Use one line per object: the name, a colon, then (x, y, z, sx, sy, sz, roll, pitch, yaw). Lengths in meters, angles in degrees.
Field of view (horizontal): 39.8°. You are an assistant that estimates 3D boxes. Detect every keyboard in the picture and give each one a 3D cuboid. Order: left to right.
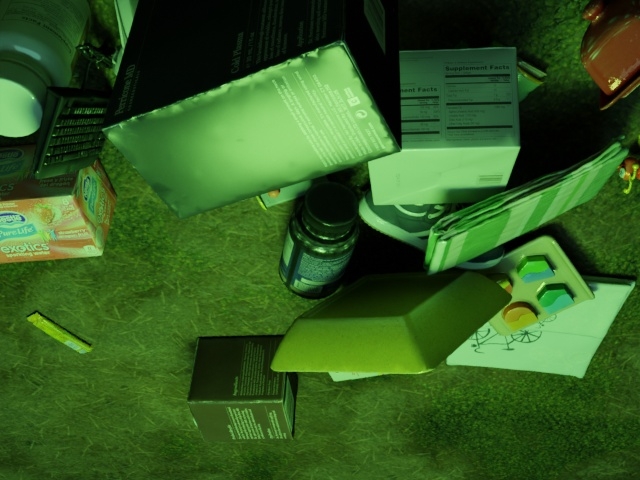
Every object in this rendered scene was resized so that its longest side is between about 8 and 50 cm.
keyboard: (-0.335, -0.192, 1.259, 0.033, 0.317, 0.202, 14, 98, -3)

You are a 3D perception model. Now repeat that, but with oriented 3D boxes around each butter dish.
butter dish: (0.409, -0.285, 1.204, 0.118, 0.160, 0.160, 35, 132, -8)

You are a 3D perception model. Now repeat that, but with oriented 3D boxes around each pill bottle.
pill bottle: (-0.403, -0.256, 1.217, 0.131, 0.229, 0.131, 2, 139, 2)
pill bottle: (0.000, 0.000, 1.549, 0.122, 0.123, 0.219, 9, 144, -6)

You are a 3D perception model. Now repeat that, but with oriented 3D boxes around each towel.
towel: (0.314, -0.047, 1.397, 0.324, 0.038, 0.248, -26, 164, -4)

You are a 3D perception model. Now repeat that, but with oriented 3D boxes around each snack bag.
snack bag: (0.427, 0.177, 1.798, 0.323, 0.037, 0.343, 5, 139, -2)

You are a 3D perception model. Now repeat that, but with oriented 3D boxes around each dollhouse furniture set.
dollhouse furniture set: (0.264, -0.241, 1.317, 0.151, 0.059, 0.076, 23, 135, -21)

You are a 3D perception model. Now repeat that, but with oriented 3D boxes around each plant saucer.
plant saucer: (0.119, 0.129, 1.556, 0.332, 0.332, 0.081, -6, 105, 38)

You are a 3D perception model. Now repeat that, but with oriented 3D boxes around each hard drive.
hard drive: (-0.057, -0.110, 1.516, 0.135, 0.022, 0.094, -17, 135, 21)

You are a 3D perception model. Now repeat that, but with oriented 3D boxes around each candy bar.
candy bar: (-0.560, 0.203, 1.909, 0.040, 0.018, 0.161, -23, 133, 32)

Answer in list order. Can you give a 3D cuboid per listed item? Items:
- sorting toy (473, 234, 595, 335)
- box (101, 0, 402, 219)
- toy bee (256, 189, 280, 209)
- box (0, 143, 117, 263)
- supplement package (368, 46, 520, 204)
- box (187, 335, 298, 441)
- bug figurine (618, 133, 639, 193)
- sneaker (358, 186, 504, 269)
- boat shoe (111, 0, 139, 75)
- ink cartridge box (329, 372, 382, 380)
sorting toy: (0.382, 0.094, 1.657, 0.208, 0.038, 0.193, -26, 126, 25)
box: (-0.072, -0.241, 1.127, 0.312, 0.343, 0.179, -15, 136, 20)
toy bee: (-0.110, -0.134, 1.389, 0.298, 0.162, 0.195, -32, 124, 33)
box: (-0.523, -0.063, 1.510, 0.299, 0.142, 0.154, -5, 138, 9)
supplement package: (0.171, -0.156, 1.280, 0.204, 0.145, 0.262, -1, 167, 5)
box: (-0.161, 0.319, 1.901, 0.203, 0.167, 0.168, -2, 139, 6)
bug figurine: (0.567, -0.181, 1.355, 0.216, 0.072, 0.279, -2, 138, 5)
sneaker: (0.219, -0.050, 1.508, 0.282, 0.099, 0.153, 21, 137, -15)
boat shoe: (-0.258, -0.259, 1.292, 0.088, 0.096, 0.268, -1, 129, 21)
ink cartridge box: (0.100, 0.235, 1.867, 0.181, 0.062, 0.104, -11, 136, 16)
